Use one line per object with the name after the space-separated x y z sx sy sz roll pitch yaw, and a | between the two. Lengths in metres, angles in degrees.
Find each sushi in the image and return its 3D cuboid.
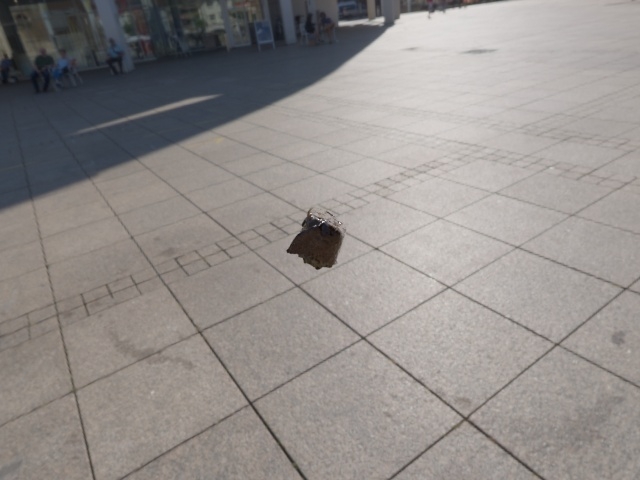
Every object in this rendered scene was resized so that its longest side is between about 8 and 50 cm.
0.000 0.000 0.446 0.052 0.055 0.120 29 11 -3 | sushi
